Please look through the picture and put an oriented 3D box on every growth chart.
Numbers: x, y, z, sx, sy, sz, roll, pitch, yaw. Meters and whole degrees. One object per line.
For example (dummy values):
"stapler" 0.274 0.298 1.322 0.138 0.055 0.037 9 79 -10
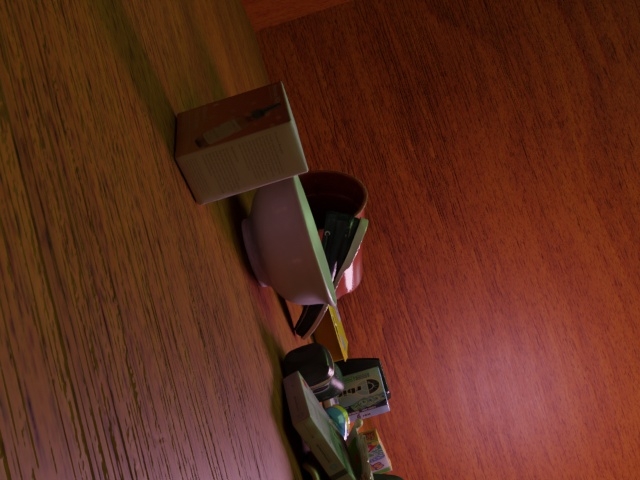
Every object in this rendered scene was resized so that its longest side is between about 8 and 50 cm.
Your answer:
"growth chart" 0.071 0.452 1.189 0.237 0.021 0.172 -99 -163 -46

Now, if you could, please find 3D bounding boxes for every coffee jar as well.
"coffee jar" -0.012 0.266 1.298 0.184 0.096 0.079 68 2 -64

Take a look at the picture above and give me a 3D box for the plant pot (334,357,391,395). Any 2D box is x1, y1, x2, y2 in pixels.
"plant pot" 0.153 0.511 2.310 0.187 0.167 0.188 68 5 -66

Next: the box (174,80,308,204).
"box" -0.118 -0.146 0.960 0.130 0.170 0.091 -105 176 -50

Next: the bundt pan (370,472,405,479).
"bundt pan" 0.160 0.669 1.415 0.331 0.124 0.331 -7 90 -88

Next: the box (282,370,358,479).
"box" 0.001 0.345 1.165 0.186 0.038 0.145 60 1 -23

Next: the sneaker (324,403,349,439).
"sneaker" 0.025 0.457 1.382 0.082 0.069 0.209 -23 110 -51

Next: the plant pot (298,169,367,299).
"plant pot" 0.000 0.000 1.701 0.272 0.272 0.265 -103 -177 -52

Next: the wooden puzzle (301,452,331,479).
"wooden puzzle" 0.029 0.507 1.187 0.221 0.044 0.239 58 15 -78

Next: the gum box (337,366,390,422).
"gum box" 0.118 0.468 1.970 0.184 0.157 0.041 -101 174 -68

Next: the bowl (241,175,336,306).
"bowl" -0.072 0.007 1.296 0.298 0.134 0.298 -18 90 -87

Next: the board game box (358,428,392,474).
"board game box" 0.097 0.526 1.570 0.259 0.124 0.039 68 7 -55

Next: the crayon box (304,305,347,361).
"crayon box" 0.019 0.265 2.034 0.318 0.081 0.202 10 62 -87

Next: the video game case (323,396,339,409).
"video game case" 0.020 0.412 1.793 0.183 0.023 0.201 69 4 -53

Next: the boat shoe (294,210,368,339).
"boat shoe" -0.007 0.078 1.512 0.127 0.113 0.340 -72 -173 -61
